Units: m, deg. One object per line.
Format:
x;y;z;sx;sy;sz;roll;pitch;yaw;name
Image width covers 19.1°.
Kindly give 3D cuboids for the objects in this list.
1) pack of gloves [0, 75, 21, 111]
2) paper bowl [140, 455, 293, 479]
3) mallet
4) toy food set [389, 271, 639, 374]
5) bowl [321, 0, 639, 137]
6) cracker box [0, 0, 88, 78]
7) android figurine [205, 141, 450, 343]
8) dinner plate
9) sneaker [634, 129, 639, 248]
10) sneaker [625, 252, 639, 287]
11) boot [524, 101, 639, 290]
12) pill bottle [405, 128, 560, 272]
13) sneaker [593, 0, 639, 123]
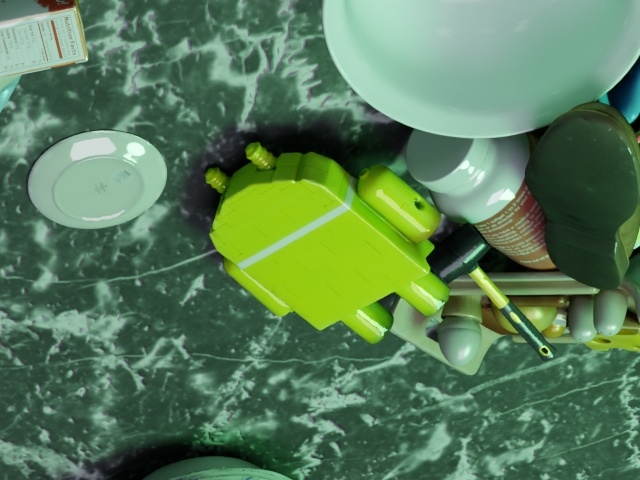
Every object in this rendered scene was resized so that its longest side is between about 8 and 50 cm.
-0.339;-0.110;1.732;0.046;0.195;0.232;34;127;1;pack of gloves
-0.140;0.373;2.333;0.284;0.148;0.284;-9;138;-8;paper bowl
0.176;0.066;1.954;0.062;0.039;0.189;-33;119;4;mallet
0.254;0.110;2.094;0.306;0.092;0.220;-1;161;32;toy food set
0.148;-0.244;1.721;0.298;0.134;0.298;0;136;0;bowl
-0.324;-0.203;1.621;0.232;0.155;0.067;-12;138;-5;cracker box
0.000;0.000;1.977;0.273;0.056;0.248;39;133;-23;android figurine
-0.224;-0.056;1.925;0.141;0.017;0.141;-10;139;-9;dinner plate
0.332;-0.061;2.021;0.094;0.081;0.208;-26;150;-55;sneaker
0.445;0.014;2.153;0.258;0.094;0.091;-22;154;-8;sneaker
0.271;-0.069;1.842;0.112;0.115;0.305;23;160;17;boot
0.190;-0.057;1.972;0.121;0.121;0.216;-37;135;23;pill bottle
0.321;-0.257;1.775;0.125;0.139;0.341;1;136;-20;sneaker
